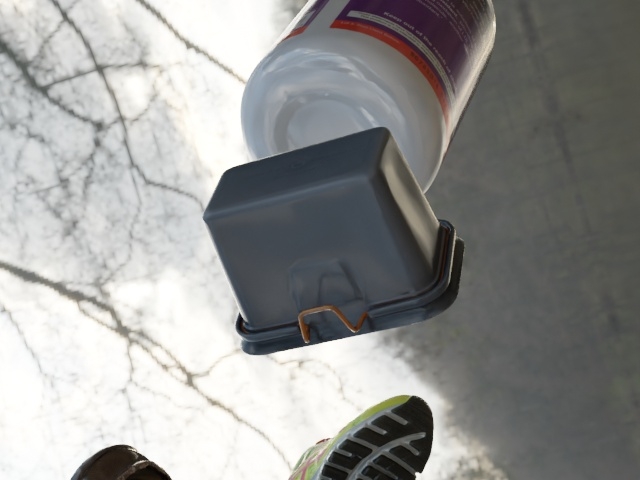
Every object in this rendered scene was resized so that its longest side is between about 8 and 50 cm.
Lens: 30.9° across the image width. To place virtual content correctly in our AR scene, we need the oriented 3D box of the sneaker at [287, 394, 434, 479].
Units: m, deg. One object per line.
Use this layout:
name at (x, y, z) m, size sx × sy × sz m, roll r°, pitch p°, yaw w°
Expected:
sneaker at (0.020, 0.205, 1.065) m, size 0.081 × 0.208 × 0.094 m, roll 36°, pitch -160°, yaw -21°

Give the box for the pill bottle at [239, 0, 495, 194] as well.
pill bottle at (0.060, -0.167, 1.085) m, size 0.323 × 0.182 × 0.181 m, roll -60°, pitch -44°, yaw -50°

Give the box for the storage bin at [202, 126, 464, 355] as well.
storage bin at (0.000, 0.000, 0.651) m, size 0.098 × 0.135 × 0.091 m, roll -73°, pitch -38°, yaw -53°

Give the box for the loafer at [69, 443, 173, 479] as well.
loafer at (-0.130, 0.360, 1.105) m, size 0.134 × 0.130 × 0.365 m, roll -34°, pitch -69°, yaw -46°
